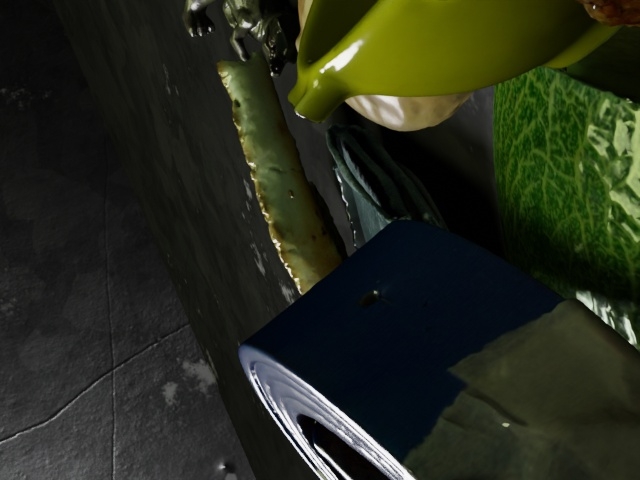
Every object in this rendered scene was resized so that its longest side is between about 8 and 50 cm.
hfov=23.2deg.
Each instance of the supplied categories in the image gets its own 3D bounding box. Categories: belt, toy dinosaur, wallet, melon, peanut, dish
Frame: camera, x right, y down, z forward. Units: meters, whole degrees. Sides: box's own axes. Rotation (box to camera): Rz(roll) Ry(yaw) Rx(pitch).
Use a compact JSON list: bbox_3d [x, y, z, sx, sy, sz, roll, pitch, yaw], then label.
[{"bbox_3d":[0.094,0.116,0.740,0.347,0.117,0.212,37,160,50],"label":"belt"},{"bbox_3d":[-0.051,-0.251,1.425,0.187,0.087,0.179,45,127,20],"label":"toy dinosaur"},{"bbox_3d":[0.093,0.084,1.276,0.237,0.075,0.342,-126,17,-65],"label":"wallet"},{"bbox_3d":[0.168,0.037,0.803,0.196,0.124,0.323,-119,15,-57],"label":"melon"},{"bbox_3d":[0.051,-0.141,1.021,0.159,0.109,0.141,31,153,49],"label":"peanut"},{"bbox_3d":[0.094,-0.156,0.668,0.221,0.108,0.262,-41,25,58],"label":"dish"}]

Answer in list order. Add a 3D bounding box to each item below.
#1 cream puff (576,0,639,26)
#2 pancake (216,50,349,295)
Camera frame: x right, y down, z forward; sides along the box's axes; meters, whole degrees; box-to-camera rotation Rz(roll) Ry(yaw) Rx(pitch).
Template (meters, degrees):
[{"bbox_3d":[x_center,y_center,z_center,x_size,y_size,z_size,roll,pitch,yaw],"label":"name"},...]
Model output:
[{"bbox_3d":[0.152,-0.166,0.509,0.183,0.183,0.169,123,149,-74],"label":"cream puff"},{"bbox_3d":[0.005,-0.002,1.419,0.197,0.054,0.377,-91,-23,-66],"label":"pancake"}]
